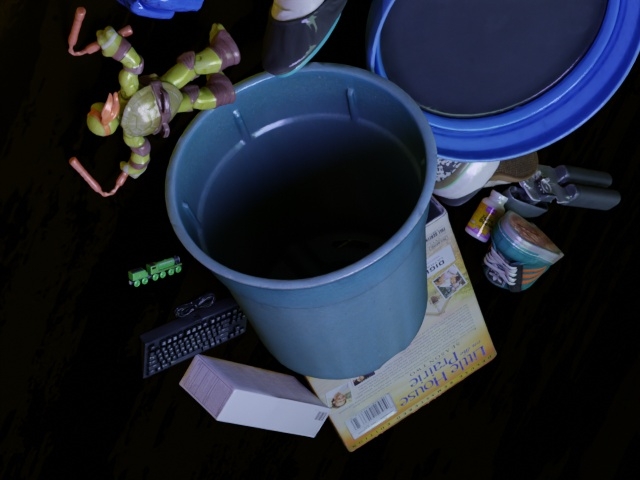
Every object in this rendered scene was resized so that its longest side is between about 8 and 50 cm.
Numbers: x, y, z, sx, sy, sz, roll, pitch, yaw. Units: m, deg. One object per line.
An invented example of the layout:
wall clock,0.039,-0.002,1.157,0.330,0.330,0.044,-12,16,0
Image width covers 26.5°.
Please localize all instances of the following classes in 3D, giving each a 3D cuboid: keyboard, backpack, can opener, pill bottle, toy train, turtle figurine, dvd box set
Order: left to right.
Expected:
turtle figurine,-0.198,-0.181,1.619,0.217,0.087,0.269,-29,136,-28
toy train,-0.222,0.040,1.824,0.083,0.017,0.024,-20,121,-36
backpack,-0.179,-0.298,1.521,0.098,0.120,0.101,-6,122,-45
keyboard,-0.177,0.126,1.933,0.180,0.023,0.108,-24,133,-34
dvd box set,0.105,0.140,2.153,0.307,0.062,0.420,-33,141,-5
pill bottle,0.279,-0.042,2.263,0.043,0.043,0.083,19,103,-51
can opener,0.412,-0.084,2.369,0.095,0.076,0.283,-37,154,34

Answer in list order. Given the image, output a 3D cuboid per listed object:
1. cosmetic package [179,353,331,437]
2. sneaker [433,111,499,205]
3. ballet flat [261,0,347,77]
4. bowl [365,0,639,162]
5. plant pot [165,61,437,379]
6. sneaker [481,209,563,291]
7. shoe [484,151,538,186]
cosmetic package,-0.096,0.237,2.043,0.239,0.099,0.060,21,105,-51
sneaker,0.218,-0.253,1.968,0.182,0.158,0.410,15,104,-38
ballet flat,0.002,-0.335,1.718,0.280,0.095,0.096,-52,134,-19
bowl,0.242,-0.279,1.804,0.391,0.077,0.391,-10,133,-11
plant pot,0.000,0.000,1.801,0.341,0.341,0.334,-41,150,-16
sneaker,0.328,0.032,2.277,0.121,0.108,0.302,-46,162,9
shoe,0.274,-0.125,2.193,0.219,0.058,0.077,-12,96,-46
